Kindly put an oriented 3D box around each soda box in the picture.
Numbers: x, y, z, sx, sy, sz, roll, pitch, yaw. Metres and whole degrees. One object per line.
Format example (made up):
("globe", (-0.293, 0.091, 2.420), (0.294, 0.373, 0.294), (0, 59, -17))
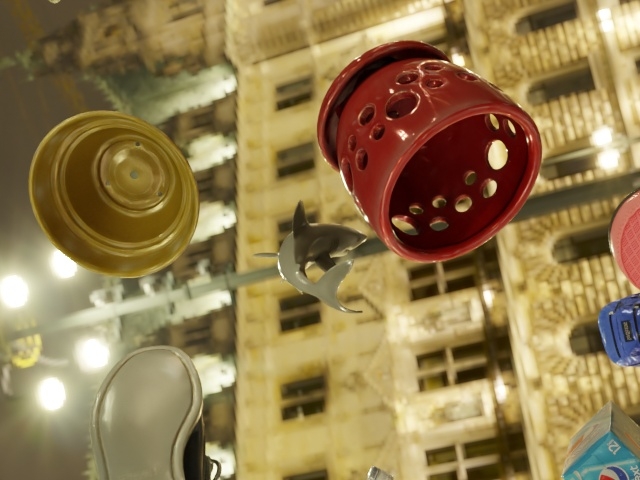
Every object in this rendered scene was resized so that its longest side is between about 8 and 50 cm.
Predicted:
("soda box", (0.295, 0.222, 1.169), (0.071, 0.067, 0.210), (45, -170, 10))

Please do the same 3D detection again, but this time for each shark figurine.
("shark figurine", (-0.018, 0.006, 1.607), (0.278, 0.166, 0.116), (-80, -7, -71))

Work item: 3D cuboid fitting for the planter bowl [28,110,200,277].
("planter bowl", (-0.245, -0.070, 1.445), (0.090, 0.217, 0.217), (-67, -40, -65))

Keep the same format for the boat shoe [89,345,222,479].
("boat shoe", (-0.126, 0.187, 0.913), (0.254, 0.095, 0.079), (-109, 8, -52))

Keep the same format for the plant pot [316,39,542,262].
("plant pot", (0.104, -0.101, 1.184), (0.174, 0.191, 0.191), (56, 180, 43))

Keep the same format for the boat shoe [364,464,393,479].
("boat shoe", (0.063, 0.296, 1.344), (0.100, 0.035, 0.035), (108, -175, -47))

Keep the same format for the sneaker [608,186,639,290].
("sneaker", (0.284, 0.042, 0.641), (0.136, 0.314, 0.115), (-22, -54, -40))

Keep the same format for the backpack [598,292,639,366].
("backpack", (0.407, 0.106, 1.439), (0.101, 0.120, 0.097), (6, -108, -47))

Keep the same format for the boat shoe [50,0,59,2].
("boat shoe", (-0.361, -0.392, 1.567), (0.045, 0.050, 0.135), (4, -79, -47))
